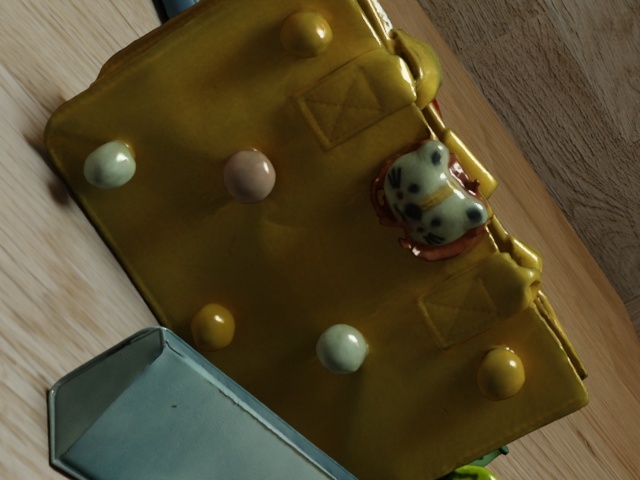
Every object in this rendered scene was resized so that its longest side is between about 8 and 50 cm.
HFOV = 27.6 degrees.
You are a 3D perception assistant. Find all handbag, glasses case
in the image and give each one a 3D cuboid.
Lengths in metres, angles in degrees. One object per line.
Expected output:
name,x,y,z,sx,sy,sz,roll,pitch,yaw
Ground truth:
handbag,0.000,0.000,0.979,0.401,0.283,0.133,60,20,-9
glasses case,-0.068,0.153,0.882,0.056,0.105,0.266,40,-4,47

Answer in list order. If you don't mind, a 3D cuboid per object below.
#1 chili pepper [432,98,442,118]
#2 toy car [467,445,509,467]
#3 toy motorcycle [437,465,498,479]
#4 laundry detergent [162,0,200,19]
chili pepper,0.122,-0.088,1.758,0.253,0.144,0.136,66,-21,0
toy car,0.065,0.129,1.243,0.136,0.125,0.306,47,-2,-25
toy motorcycle,0.089,0.275,1.031,0.206,0.142,0.342,60,14,5
laundry detergent,-0.124,-0.226,1.392,0.096,0.061,0.206,37,28,-59
